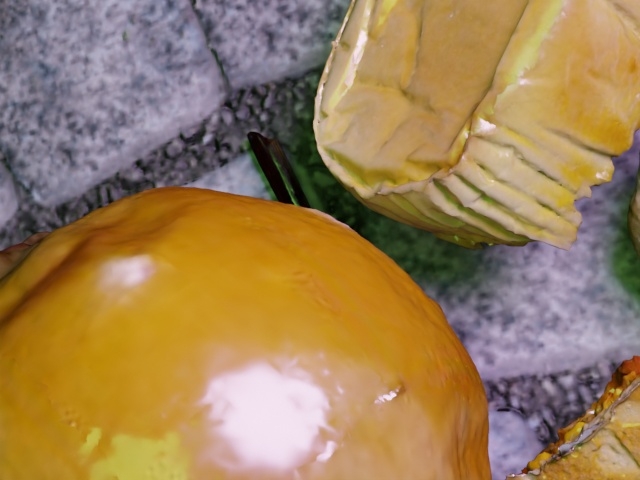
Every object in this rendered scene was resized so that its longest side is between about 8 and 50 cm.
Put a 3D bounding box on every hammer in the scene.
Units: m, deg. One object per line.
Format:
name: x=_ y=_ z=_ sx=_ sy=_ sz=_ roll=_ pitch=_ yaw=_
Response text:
hammer: x=0.000 y=0.000 z=0.938 sx=0.065 sy=0.021 sz=0.178 roll=-30 pitch=73 yaw=8

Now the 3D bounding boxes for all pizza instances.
pizza: x=0.174 y=0.142 z=0.826 sx=0.127 sy=0.058 sz=0.246 roll=29 pitch=114 yaw=-4

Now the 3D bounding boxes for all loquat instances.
loquat: x=-0.069 y=0.125 z=0.780 sx=0.328 sy=0.328 sz=0.328 roll=-2 pitch=81 yaw=15

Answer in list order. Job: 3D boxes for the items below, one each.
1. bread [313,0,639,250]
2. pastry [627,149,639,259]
bread: x=0.114 y=-0.118 z=0.845 sx=0.179 sy=0.133 sz=0.250 roll=20 pitch=87 yaw=47
pastry: x=0.286 y=-0.012 z=0.791 sx=0.229 sy=0.100 sz=0.218 roll=20 pitch=117 yaw=11
